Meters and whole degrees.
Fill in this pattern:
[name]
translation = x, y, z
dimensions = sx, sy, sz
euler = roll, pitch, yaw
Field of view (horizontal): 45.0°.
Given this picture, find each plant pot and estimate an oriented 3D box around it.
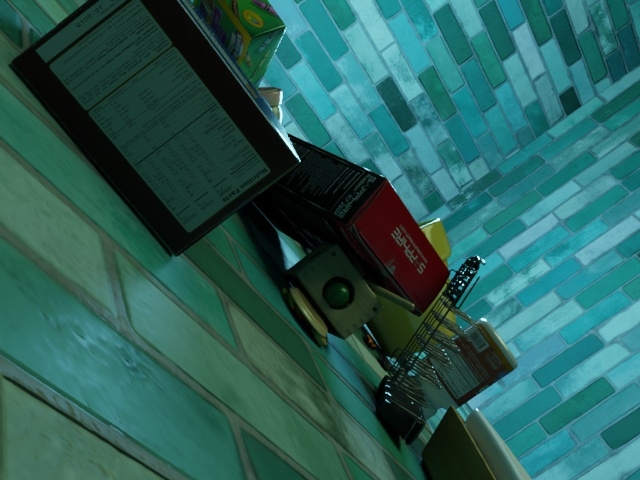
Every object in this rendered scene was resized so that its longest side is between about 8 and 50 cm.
[plant pot]
translation = 0.173, 0.105, 1.624
dimensions = 0.254, 0.254, 0.239
euler = -46, 115, -85

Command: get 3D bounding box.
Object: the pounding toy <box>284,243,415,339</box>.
[pounding toy]
translation = 0.036, 0.068, 1.069
dimensions = 0.130, 0.100, 0.141
euler = 54, -10, -6

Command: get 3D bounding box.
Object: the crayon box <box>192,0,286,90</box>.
[crayon box]
translation = -0.180, -0.369, 1.474
dimensions = 0.165, 0.081, 0.278
euler = 56, -32, 11

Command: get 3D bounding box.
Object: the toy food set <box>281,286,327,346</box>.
[toy food set]
translation = -0.018, 0.095, 1.010
dimensions = 0.083, 0.020, 0.083
euler = 50, 6, -42

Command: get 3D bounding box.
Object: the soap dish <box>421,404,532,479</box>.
[soap dish]
translation = 0.259, 0.391, 1.062
dimensions = 0.229, 0.118, 0.291
euler = 53, 4, -19

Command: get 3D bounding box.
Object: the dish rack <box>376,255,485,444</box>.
[dish rack]
translation = 0.171, 0.147, 1.129
dimensions = 0.074, 0.272, 0.208
euler = 33, 4, 2

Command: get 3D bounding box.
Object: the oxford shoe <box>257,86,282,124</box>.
[oxford shoe]
translation = -0.179, -0.327, 2.032
dimensions = 0.397, 0.140, 0.147
euler = -126, -150, -75

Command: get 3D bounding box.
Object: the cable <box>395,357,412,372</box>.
[cable]
translation = 0.139, 0.191, 1.839
dimensions = 0.139, 0.072, 0.287
euler = 53, 15, -70

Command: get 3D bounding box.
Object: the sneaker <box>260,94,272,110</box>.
[sneaker]
translation = -0.117, -0.196, 1.780
dimensions = 0.296, 0.111, 0.131
euler = 51, 23, -16

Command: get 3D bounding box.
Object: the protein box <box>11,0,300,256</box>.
[protein box]
translation = -0.137, -0.128, 0.704
dimensions = 0.201, 0.136, 0.200
euler = 53, 5, -18

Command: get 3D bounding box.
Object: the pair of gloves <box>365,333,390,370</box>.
[pair of gloves]
translation = 0.109, 0.216, 1.491
dimensions = 0.083, 0.010, 0.074
euler = 58, 4, 10

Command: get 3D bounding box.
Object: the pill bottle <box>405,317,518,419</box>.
[pill bottle]
translation = 0.273, 0.261, 1.542
dimensions = 0.121, 0.216, 0.121
euler = 54, 5, -7

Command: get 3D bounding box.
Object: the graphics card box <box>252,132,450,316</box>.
[graphics card box]
translation = 0.006, -0.048, 1.173
dimensions = 0.371, 0.094, 0.233
euler = 29, -15, 46

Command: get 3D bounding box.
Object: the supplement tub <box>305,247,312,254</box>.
[supplement tub]
translation = 0.000, 0.000, 1.579
dimensions = 0.071, 0.071, 0.107
euler = 52, 5, -24
